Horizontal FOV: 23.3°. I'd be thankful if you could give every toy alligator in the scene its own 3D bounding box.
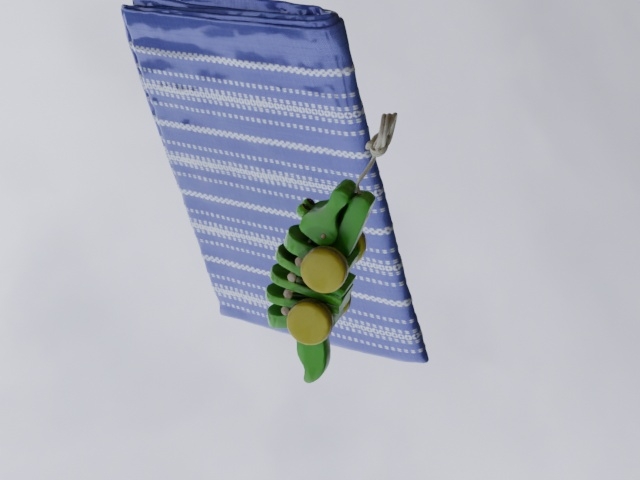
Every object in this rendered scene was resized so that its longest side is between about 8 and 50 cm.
[{"bbox_3d":[0.000,0.000,0.967,0.051,0.190,0.056,19,-156,9],"label":"toy alligator"}]

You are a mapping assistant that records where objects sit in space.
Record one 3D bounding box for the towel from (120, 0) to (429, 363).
[{"bbox_3d":[-0.036,-0.056,1.323,0.040,0.243,0.336,-42,-51,-36],"label":"towel"}]
